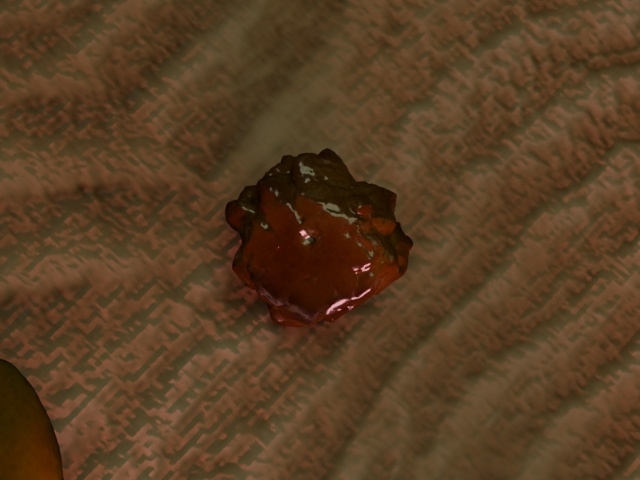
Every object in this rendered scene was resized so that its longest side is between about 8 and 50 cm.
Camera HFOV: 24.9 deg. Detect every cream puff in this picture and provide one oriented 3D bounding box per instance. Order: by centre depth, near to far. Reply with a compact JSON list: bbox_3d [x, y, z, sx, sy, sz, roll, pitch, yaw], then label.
[{"bbox_3d":[0.000,0.000,0.908,0.116,0.094,0.122,8,107,14],"label":"cream puff"}]

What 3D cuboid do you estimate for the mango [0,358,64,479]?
[{"bbox_3d":[-0.234,0.216,0.790,0.211,0.173,0.317,8,70,-9],"label":"mango"}]
